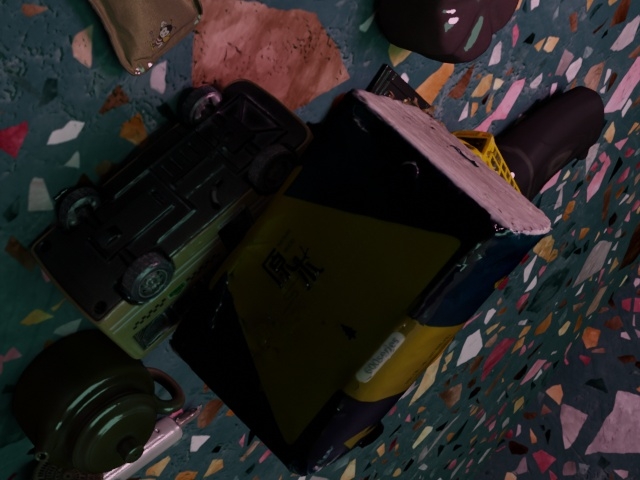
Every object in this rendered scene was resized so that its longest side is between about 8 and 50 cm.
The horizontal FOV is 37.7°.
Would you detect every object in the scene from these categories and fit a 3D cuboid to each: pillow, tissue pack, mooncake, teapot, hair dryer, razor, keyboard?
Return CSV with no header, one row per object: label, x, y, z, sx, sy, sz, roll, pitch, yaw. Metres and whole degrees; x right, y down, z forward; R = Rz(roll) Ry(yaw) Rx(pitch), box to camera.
pillow,-0.208,-0.283,1.040,0.130,0.033,0.217,-45,149,-15
tissue pack,0.046,0.055,1.179,0.417,0.264,0.253,-52,161,19
mooncake,0.201,-0.383,1.406,0.245,0.133,0.245,-32,137,-35
teapot,-0.303,0.245,1.329,0.267,0.175,0.186,-14,135,-47
hair dryer,-0.314,0.369,1.533,0.357,0.107,0.173,-31,146,-43
razor,0.456,-0.180,1.974,0.349,0.113,0.204,-39,149,-23
keyboard,0.136,-0.234,1.581,0.061,0.013,0.204,-56,149,5

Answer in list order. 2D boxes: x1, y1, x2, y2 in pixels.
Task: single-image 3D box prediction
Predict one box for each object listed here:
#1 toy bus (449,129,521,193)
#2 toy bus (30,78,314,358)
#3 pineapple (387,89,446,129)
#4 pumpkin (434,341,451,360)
toy bus,0.283,-0.094,1.752,0.330,0.144,0.152,51,56,-43
toy bus,-0.173,-0.031,1.222,0.365,0.177,0.202,-41,152,-12
pineapple,0.075,-0.162,1.465,0.233,0.135,0.079,-29,175,12
pumpkin,0.209,0.139,1.957,0.221,0.139,0.317,-2,127,-57
